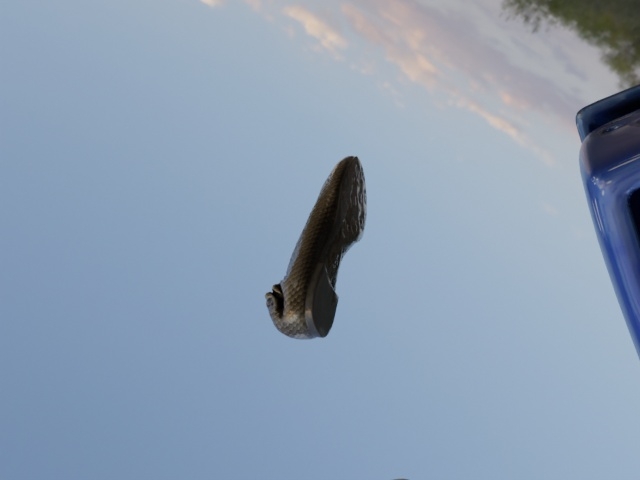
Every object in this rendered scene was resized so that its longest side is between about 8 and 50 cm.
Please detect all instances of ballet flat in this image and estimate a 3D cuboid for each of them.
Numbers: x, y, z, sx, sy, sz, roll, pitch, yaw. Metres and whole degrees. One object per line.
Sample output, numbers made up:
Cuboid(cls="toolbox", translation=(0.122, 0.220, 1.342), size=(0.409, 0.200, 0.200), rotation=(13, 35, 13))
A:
Cuboid(cls="ballet flat", translation=(0.000, 0.000, 0.778), size=(0.249, 0.058, 0.084), rotation=(-71, -31, -46))

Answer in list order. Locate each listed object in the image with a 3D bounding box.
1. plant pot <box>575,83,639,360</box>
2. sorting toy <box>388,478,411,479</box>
Cuboid(cls="plant pot", translation=(0.301, -0.012, 0.512), size=(0.212, 0.236, 0.235), rotation=(-72, -40, -65))
Cuboid(cls="sorting toy", translation=(0.032, 0.176, 0.477), size=(0.083, 0.075, 0.044), rotation=(53, -147, -53))
